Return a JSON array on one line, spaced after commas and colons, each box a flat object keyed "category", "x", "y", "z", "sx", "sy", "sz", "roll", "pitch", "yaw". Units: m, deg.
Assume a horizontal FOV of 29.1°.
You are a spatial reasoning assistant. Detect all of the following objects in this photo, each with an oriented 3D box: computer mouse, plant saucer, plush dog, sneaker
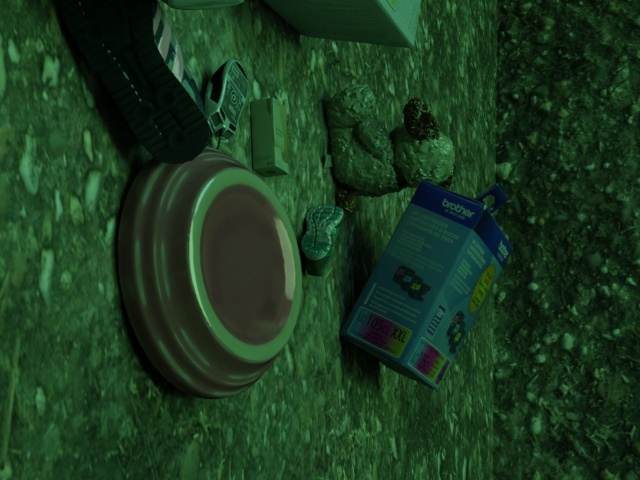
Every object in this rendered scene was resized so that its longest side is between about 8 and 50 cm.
[{"category": "computer mouse", "x": -0.148, "y": -0.177, "z": 1.770, "sx": 0.106, "sy": 0.042, "sz": 0.193, "roll": 55, "pitch": 38, "yaw": -46}, {"category": "plant saucer", "x": -0.124, "y": 0.035, "z": 1.586, "sx": 0.332, "sy": 0.084, "sz": 0.332, "roll": 25, "pitch": 60, "yaw": -55}, {"category": "plush dog", "x": 0.143, "y": -0.158, "z": 2.338, "sx": 0.262, "sy": 0.225, "sz": 0.210, "roll": 59, "pitch": 29, "yaw": -51}, {"category": "sneaker", "x": -0.234, "y": -0.246, "z": 1.480, "sx": 0.131, "sy": 0.112, "sz": 0.319, "roll": -113, "pitch": -178, "yaw": -60}, {"category": "sneaker", "x": 0.000, "y": 0.000, "z": 2.141, "sx": 0.166, "sy": 0.065, "sz": 0.076, "roll": -66, "pitch": 161, "yaw": -52}]

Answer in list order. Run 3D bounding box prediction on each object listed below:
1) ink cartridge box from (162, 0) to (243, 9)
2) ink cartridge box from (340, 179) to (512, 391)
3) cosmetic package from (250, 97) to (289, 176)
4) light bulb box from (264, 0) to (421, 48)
[{"category": "ink cartridge box", "x": -0.163, "y": -0.470, "z": 1.423, "sx": 0.308, "sy": 0.091, "sz": 0.385, "roll": -128, "pitch": -146, "yaw": -72}, {"category": "ink cartridge box", "x": 0.224, "y": 0.064, "z": 2.353, "sx": 0.395, "sy": 0.151, "sz": 0.270, "roll": -63, "pitch": 155, "yaw": -7}, {"category": "cosmetic package", "x": -0.081, "y": -0.164, "z": 1.961, "sx": 0.060, "sy": 0.041, "sz": 0.115, "roll": 26, "pitch": 59, "yaw": -68}, {"category": "light bulb box", "x": 0.046, "y": -0.541, "z": 2.046, "sx": 0.361, "sy": 0.225, "sz": 0.358, "roll": 21, "pitch": 77, "yaw": -74}]
